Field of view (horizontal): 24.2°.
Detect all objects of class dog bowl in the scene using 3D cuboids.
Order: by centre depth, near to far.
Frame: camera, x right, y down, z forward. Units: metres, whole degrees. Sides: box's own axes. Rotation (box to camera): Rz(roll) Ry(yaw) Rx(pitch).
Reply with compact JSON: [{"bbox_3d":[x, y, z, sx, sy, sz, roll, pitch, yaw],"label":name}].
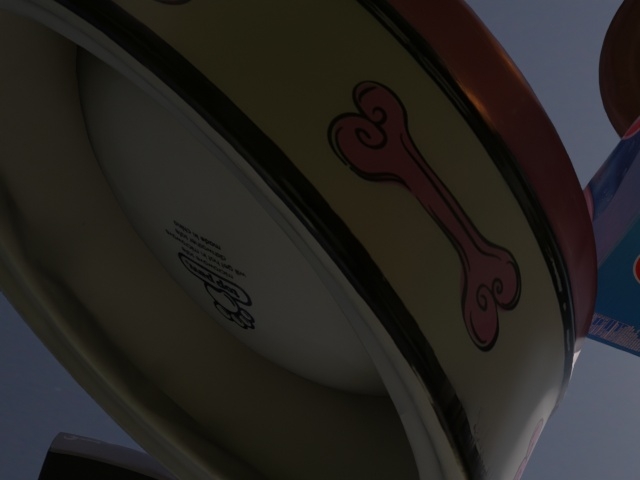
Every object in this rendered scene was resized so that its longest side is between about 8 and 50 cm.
[{"bbox_3d":[-0.036,-0.012,0.764,0.150,0.408,0.408,-44,-74,-25],"label":"dog bowl"}]

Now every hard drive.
[{"bbox_3d":[-0.175,0.300,1.464,0.254,0.054,0.172,18,-95,13],"label":"hard drive"}]

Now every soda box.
[{"bbox_3d":[0.192,-0.034,0.752,0.067,0.210,0.071,21,-137,-12],"label":"soda box"}]

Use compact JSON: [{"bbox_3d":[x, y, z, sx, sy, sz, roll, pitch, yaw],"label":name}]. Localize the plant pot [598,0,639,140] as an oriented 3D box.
[{"bbox_3d":[0.317,-0.099,1.063,0.229,0.263,0.263,17,-99,-51],"label":"plant pot"}]
